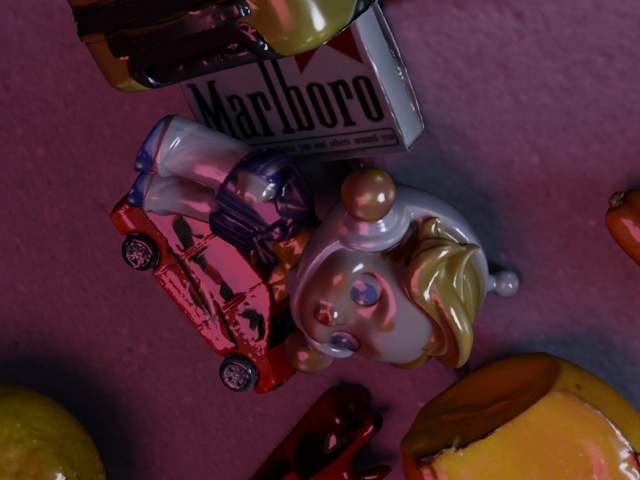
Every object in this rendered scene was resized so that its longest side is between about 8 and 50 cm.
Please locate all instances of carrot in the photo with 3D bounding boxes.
[{"bbox_3d":[0.285,0.055,1.234,0.248,0.043,0.043,44,134,-2],"label":"carrot"}]

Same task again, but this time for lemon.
[{"bbox_3d":[-0.311,0.244,1.641,0.236,0.236,0.263,45,108,-1],"label":"lemon"}]

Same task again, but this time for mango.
[{"bbox_3d":[0.183,0.210,1.351,0.187,0.138,0.257,-23,111,23],"label":"mango"}]

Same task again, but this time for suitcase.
[{"bbox_3d":[-0.045,-0.202,1.137,0.193,0.235,0.143,-10,115,38],"label":"suitcase"}]

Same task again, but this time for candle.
[{"bbox_3d":[-0.036,0.218,1.555,0.084,0.059,0.301,53,133,8],"label":"candle"}]

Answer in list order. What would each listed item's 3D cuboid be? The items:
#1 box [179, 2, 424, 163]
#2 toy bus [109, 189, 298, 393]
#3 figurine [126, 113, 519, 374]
[{"bbox_3d":[-0.021,-0.111,1.325,0.177,0.036,0.115,-5,119,36],"label":"box"},{"bbox_3d":[-0.071,0.025,1.429,0.089,0.081,0.195,-33,98,34],"label":"toy bus"},{"bbox_3d":[-0.005,0.006,1.324,0.274,0.133,0.194,12,130,24],"label":"figurine"}]
